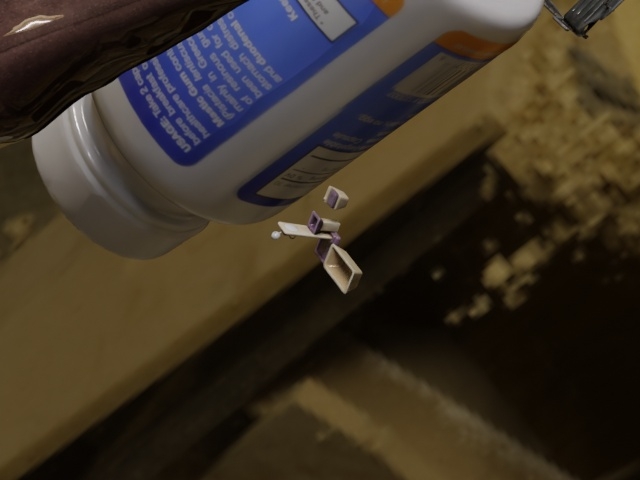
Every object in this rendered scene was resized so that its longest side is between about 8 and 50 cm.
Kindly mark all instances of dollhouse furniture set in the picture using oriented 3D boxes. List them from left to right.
[{"bbox_3d":[0.000,0.000,2.234,0.081,0.091,0.114,7,27,-31],"label":"dollhouse furniture set"}]

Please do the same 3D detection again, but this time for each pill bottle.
[{"bbox_3d":[-0.028,-0.103,1.026,0.152,0.272,0.152,34,38,-31],"label":"pill bottle"}]

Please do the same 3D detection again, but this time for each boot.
[{"bbox_3d":[-0.103,-0.093,0.831,0.248,0.207,0.090,-67,137,-75],"label":"boot"}]

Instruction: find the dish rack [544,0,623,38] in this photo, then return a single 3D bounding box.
[{"bbox_3d":[0.242,-0.279,1.651,0.074,0.208,0.271,40,10,-18],"label":"dish rack"}]
